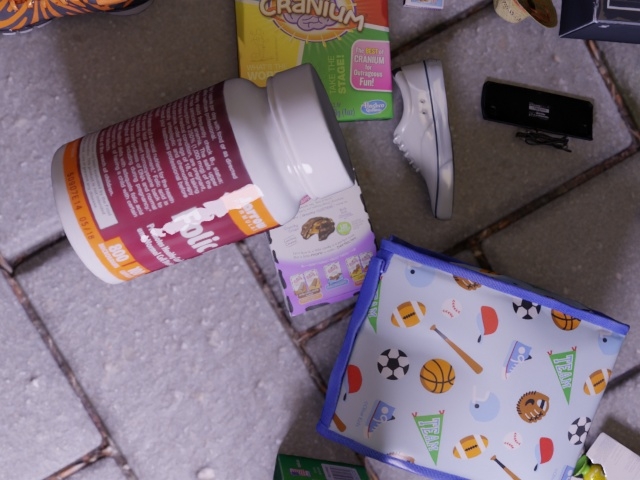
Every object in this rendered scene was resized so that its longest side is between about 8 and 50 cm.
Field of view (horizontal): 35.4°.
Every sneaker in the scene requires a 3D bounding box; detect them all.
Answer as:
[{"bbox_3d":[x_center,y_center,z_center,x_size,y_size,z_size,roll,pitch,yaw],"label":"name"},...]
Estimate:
[{"bbox_3d":[-0.398,-0.384,1.463,0.321,0.180,0.124,-11,94,-6],"label":"sneaker"},{"bbox_3d":[0.164,-0.157,1.600,0.091,0.094,0.258,-7,88,9],"label":"sneaker"}]

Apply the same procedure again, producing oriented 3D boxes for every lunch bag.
[{"bbox_3d":[0.215,0.197,1.547,0.386,0.239,0.327,17,93,-15],"label":"lunch bag"}]

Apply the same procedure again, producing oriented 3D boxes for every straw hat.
[{"bbox_3d":[0.311,-0.384,1.605,0.061,0.144,0.144,-34,99,39],"label":"straw hat"}]

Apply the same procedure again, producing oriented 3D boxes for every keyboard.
[{"bbox_3d":[0.352,-0.197,1.646,0.192,0.038,0.100,11,69,-6],"label":"keyboard"}]

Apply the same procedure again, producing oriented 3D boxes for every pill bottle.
[{"bbox_3d":[-0.163,-0.099,1.448,0.392,0.224,0.224,-20,96,9],"label":"pill bottle"}]

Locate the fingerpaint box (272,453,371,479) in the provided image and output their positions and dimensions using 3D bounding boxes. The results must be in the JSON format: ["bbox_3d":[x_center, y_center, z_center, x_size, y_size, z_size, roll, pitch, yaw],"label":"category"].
[{"bbox_3d":[-0.011,0.549,1.432,0.163,0.445,0.371,10,93,-6],"label":"fingerpaint box"}]

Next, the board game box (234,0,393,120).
[{"bbox_3d":[-0.015,-0.341,1.570,0.242,0.064,0.316,-4,94,-7],"label":"board game box"}]

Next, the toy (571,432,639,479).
[{"bbox_3d":[0.528,0.437,1.686,0.237,0.056,0.137,33,93,-3],"label":"toy"}]

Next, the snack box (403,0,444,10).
[{"bbox_3d":[0.173,-0.462,1.607,0.064,0.022,0.178,5,93,-8],"label":"snack box"}]

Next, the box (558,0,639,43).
[{"bbox_3d":[0.548,-0.461,1.570,0.296,0.183,0.293,4,92,-5],"label":"box"}]

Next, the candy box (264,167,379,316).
[{"bbox_3d":[0.000,0.000,1.589,0.165,0.070,0.196,-17,96,-5],"label":"candy box"}]
